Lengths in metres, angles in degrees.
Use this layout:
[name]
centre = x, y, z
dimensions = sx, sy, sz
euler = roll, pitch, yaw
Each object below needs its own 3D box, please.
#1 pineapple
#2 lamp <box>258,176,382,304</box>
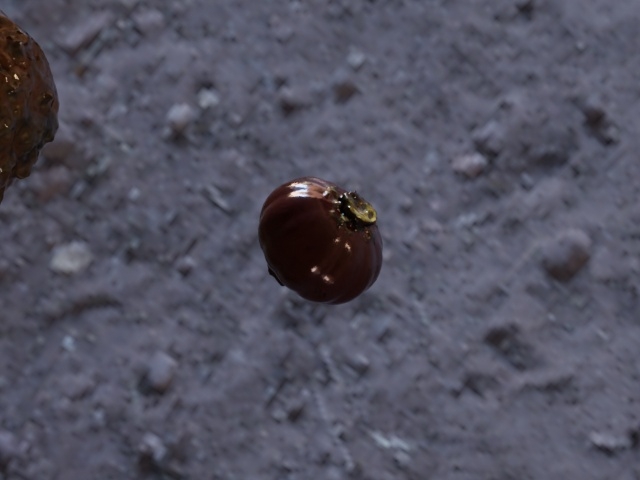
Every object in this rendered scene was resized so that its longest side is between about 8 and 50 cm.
[pineapple]
centre = -0.215, -0.033, 0.925
dimensions = 0.108, 0.108, 0.197
euler = 4, 40, 44
[lamp]
centre = 0.000, 0.000, 1.412
dimensions = 0.090, 0.101, 0.101
euler = -40, 41, 27
